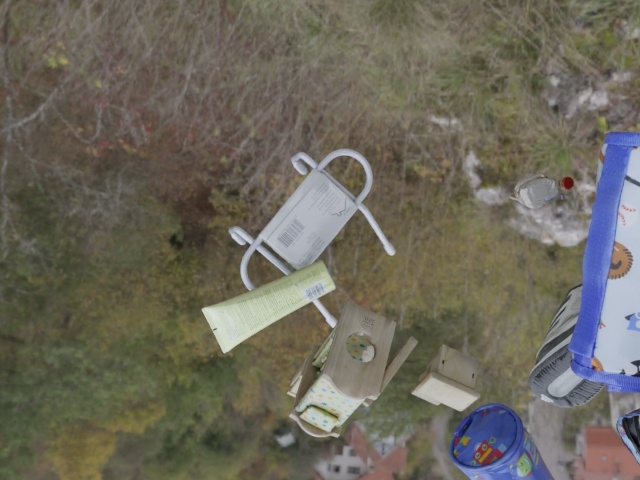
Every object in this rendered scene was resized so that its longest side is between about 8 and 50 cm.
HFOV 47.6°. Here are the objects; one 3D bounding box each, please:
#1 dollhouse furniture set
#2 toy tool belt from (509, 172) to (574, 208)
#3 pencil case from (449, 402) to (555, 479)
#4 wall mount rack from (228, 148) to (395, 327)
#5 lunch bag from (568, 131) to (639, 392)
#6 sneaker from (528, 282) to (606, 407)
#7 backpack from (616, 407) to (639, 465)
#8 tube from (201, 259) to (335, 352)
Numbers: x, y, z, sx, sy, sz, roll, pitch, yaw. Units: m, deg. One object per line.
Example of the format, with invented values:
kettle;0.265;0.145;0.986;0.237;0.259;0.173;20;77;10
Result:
dollhouse furniture set;0.055;0.179;0.779;0.161;0.101;0.182;24;140;-5
toy tool belt;0.328;-0.077;1.080;0.083;0.052;0.051;-19;-173;-8
pencil case;0.302;0.389;1.125;0.133;0.119;0.306;10;138;51
wall mount rack;0.000;0.000;1.456;0.304;0.350;0.130;42;167;-9
lunch bag;0.502;0.024;0.979;0.385;0.328;0.239;1;-170;-33
sneaker;0.582;0.119;1.427;0.169;0.257;0.447;34;131;-5
backpack;0.454;0.254;0.868;0.173;0.117;0.158;48;167;12
tube;-0.091;0.112;1.331;0.240;0.070;0.062;-27;145;-3
